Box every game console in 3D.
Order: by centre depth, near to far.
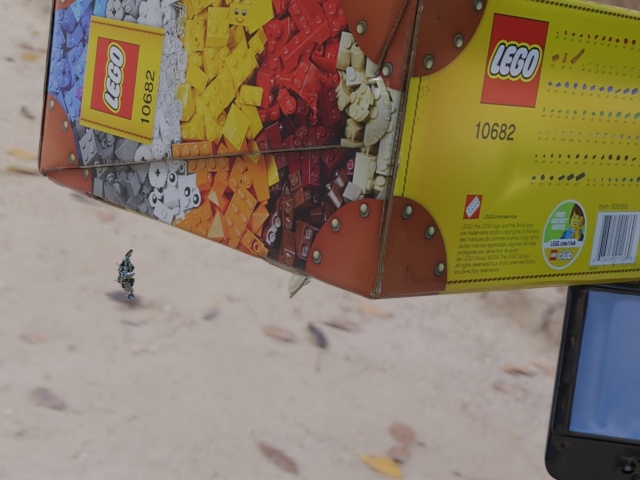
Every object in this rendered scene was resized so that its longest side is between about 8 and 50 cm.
[{"bbox_3d":[0.376,0.156,1.296,0.250,0.293,0.173,7,12,6],"label":"game console"}]

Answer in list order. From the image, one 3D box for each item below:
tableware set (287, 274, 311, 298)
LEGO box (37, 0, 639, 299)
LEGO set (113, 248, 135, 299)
[{"bbox_3d":[0.000,0.000,1.800,0.020,0.141,0.168,31,29,-15],"label":"tableware set"},{"bbox_3d":[0.098,-0.101,0.978,0.500,0.193,0.372,-2,14,-44],"label":"LEGO box"},{"bbox_3d":[-0.220,0.041,1.398,0.023,0.054,0.083,2,-25,-10],"label":"LEGO set"}]
